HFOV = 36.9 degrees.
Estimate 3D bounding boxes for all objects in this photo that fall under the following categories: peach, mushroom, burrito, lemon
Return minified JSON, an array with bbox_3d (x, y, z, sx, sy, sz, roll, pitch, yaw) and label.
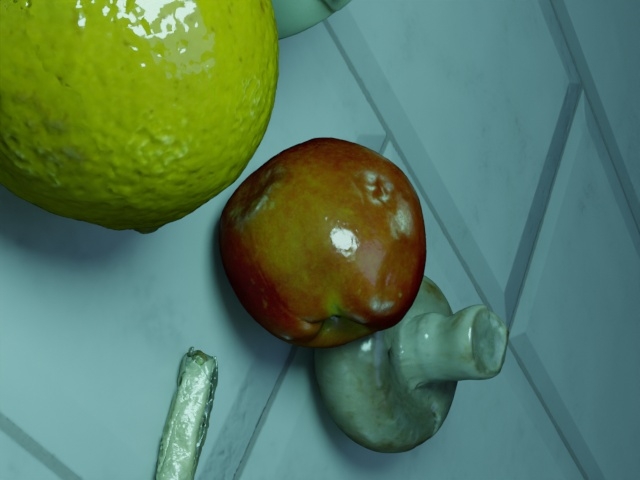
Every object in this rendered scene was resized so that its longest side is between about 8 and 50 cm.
[{"bbox_3d":[0.000,0.000,1.055,0.243,0.199,0.243,10,58,-16],"label":"peach"},{"bbox_3d":[0.118,0.144,1.188,0.243,0.243,0.244,5,84,-55],"label":"mushroom"},{"bbox_3d":[-0.140,0.202,0.976,0.045,0.041,0.185,16,70,-10],"label":"burrito"},{"bbox_3d":[-0.166,-0.148,0.763,0.293,0.293,0.293,5,84,-55],"label":"lemon"}]

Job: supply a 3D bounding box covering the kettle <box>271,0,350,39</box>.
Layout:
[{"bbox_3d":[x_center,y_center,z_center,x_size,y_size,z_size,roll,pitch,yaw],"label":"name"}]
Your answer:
[{"bbox_3d":[-0.095,-0.364,0.841,0.376,0.250,0.361,41,15,-43],"label":"kettle"}]
